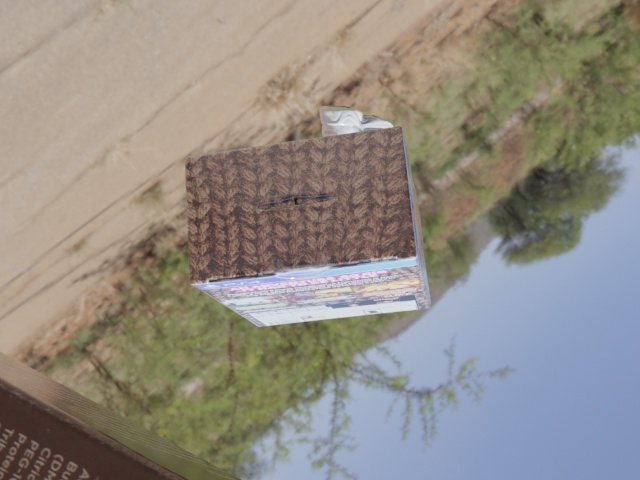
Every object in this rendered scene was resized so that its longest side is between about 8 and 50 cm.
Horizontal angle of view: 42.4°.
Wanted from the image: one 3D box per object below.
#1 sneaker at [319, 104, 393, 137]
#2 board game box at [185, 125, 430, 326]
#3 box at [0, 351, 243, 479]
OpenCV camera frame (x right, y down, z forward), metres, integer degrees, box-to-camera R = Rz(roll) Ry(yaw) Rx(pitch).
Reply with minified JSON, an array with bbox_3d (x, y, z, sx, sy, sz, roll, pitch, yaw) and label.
[{"bbox_3d":[0.062,-0.185,1.554,0.232,0.090,0.115,2,98,-57],"label":"sneaker"},{"bbox_3d":[0.000,0.000,0.959,0.232,0.141,0.291,-7,164,8],"label":"board game box"},{"bbox_3d":[-0.169,0.134,0.415,0.143,0.382,0.191,-65,157,-15],"label":"box"}]
